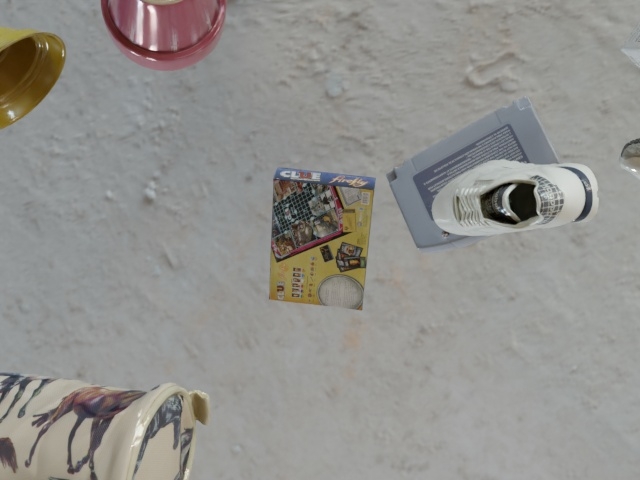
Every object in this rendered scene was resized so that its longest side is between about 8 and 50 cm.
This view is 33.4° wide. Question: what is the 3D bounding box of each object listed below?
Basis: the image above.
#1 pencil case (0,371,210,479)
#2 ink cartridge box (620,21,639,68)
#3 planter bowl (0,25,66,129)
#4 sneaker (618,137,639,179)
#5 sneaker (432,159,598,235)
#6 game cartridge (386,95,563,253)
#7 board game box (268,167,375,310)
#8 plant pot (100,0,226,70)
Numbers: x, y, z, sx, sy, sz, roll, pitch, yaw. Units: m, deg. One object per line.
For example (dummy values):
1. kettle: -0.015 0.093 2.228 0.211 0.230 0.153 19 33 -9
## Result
1. pencil case: -0.331 0.215 1.169 0.410 0.183 0.160 3 135 19
2. ink cartridge box: 0.602 -0.317 1.539 0.121 0.289 0.211 38 92 -17
3. planter bowl: -0.534 -0.285 1.759 0.090 0.217 0.217 44 123 12
4. sneaker: 0.575 -0.062 1.663 0.297 0.111 0.129 25 109 -23
5. sneaker: 0.198 -0.045 1.213 0.235 0.095 0.090 -10 94 54
6. game cartridge: 0.278 -0.104 1.891 0.294 0.060 0.196 -28 62 17
7. board game box: 0.000 0.000 1.778 0.165 0.042 0.243 7 124 3
8. plant pot: -0.244 -0.386 1.652 0.201 0.201 0.180 53 168 5
